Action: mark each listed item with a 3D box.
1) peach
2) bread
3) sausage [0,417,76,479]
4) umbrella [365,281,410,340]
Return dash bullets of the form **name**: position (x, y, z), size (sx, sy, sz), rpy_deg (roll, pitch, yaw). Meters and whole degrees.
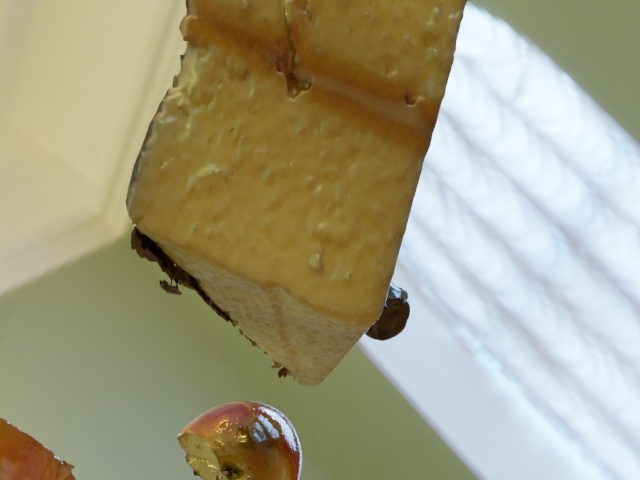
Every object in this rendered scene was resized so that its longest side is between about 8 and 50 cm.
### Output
- **peach**: position (-0.082, 0.242, 1.926), size (0.118, 0.151, 0.151), rpy_deg (-51, -16, -19)
- **bread**: position (-0.028, -0.084, 1.374), size (0.405, 0.242, 0.346), rpy_deg (143, 144, -76)
- **sausage**: position (-0.384, 0.316, 1.540), size (0.233, 0.233, 0.287), rpy_deg (106, -174, -57)
- **umbrella**: position (0.000, 0.000, 1.674), size (0.094, 0.326, 0.090), rpy_deg (-17, -54, -22)
